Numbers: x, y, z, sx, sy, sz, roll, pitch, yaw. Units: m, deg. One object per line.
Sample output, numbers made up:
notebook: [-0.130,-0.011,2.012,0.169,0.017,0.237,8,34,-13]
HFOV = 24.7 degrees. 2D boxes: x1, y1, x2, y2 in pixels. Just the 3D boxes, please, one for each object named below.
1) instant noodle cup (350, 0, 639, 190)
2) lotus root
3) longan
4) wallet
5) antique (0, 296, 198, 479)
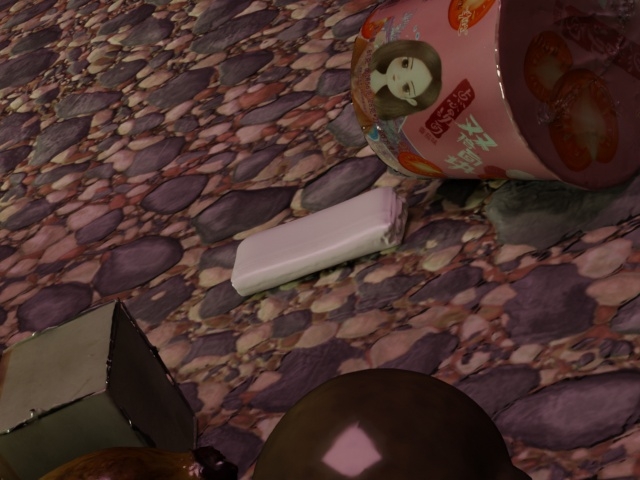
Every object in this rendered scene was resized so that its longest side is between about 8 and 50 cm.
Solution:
instant noodle cup: [0.170,-0.160,1.392,0.231,0.243,0.243,-4,35,50]
lotus root: [-0.174,0.238,1.108,0.260,0.128,0.145,-34,41,-2]
longan: [0.054,0.170,0.987,0.204,0.159,0.185,9,36,31]
wallet: [0.000,0.000,1.472,0.190,0.033,0.095,-21,29,15]
antique: [-0.200,0.162,1.241,0.148,0.152,0.146,-24,26,11]
